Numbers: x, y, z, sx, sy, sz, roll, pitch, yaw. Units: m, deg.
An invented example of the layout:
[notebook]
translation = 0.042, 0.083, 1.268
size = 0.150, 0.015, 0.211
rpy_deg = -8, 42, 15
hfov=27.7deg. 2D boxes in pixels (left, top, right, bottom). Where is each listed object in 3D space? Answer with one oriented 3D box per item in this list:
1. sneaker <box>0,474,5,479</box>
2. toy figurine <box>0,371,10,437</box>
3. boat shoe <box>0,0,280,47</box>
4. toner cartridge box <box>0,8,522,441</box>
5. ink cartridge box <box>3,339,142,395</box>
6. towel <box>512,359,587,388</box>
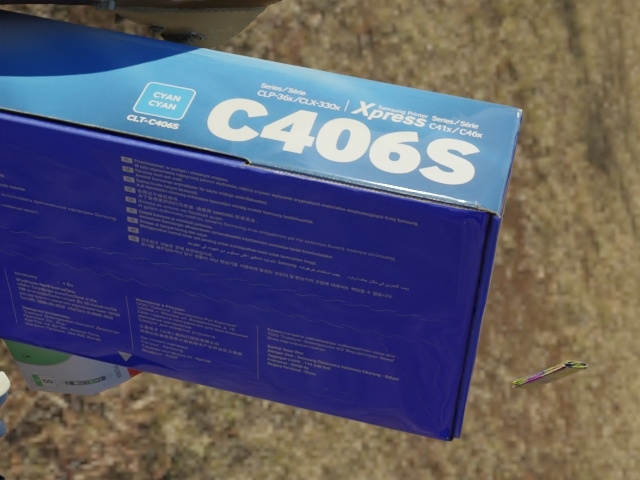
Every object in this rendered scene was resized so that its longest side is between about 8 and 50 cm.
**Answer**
[sneaker]
translation = -0.338, 0.353, 1.370
size = 0.216, 0.079, 0.121
rpy_deg = 66, -24, 21
[toy figurine]
translation = -0.437, 0.203, 1.339
size = 0.213, 0.148, 0.209
rpy_deg = 19, 57, -19
[boat shoe]
translation = -0.063, -0.148, 0.627
size = 0.122, 0.324, 0.120
rpy_deg = -111, -169, -48
[toner cartridge box]
translation = -0.088, -0.014, 0.633
size = 0.165, 0.348, 0.075
rpy_deg = 94, 12, -45
[ink cartridge box]
translation = -0.277, 0.132, 1.623
size = 0.181, 0.225, 0.056
rpy_deg = 81, 17, -52
[towel]
translation = 0.284, 0.166, 1.605
size = 0.060, 0.083, 0.009
rpy_deg = 9, 60, -52
